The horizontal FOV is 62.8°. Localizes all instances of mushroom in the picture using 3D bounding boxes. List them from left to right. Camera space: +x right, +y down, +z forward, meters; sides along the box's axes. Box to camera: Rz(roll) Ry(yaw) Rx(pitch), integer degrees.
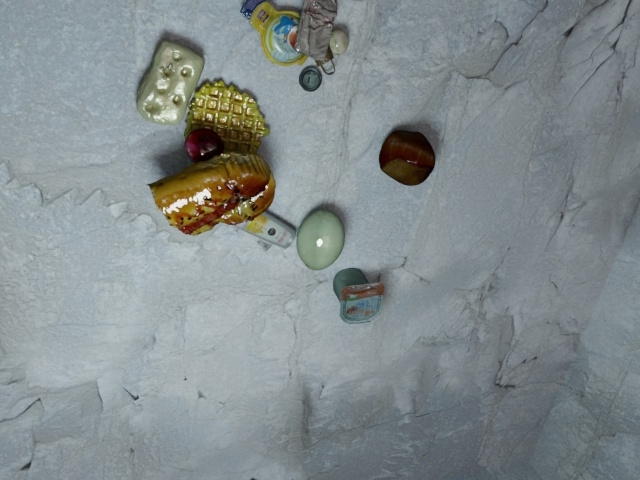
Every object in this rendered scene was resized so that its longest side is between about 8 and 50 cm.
[{"bbox_3d":[0.060,-0.683,1.804,0.084,0.068,0.083,-28,126,-49],"label":"mushroom"}]

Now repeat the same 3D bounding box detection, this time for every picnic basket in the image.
[{"bbox_3d":[0.021,-0.615,1.819,0.072,0.072,0.083,-31,111,-4],"label":"picnic basket"}]

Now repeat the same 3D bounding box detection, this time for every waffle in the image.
[{"bbox_3d":[-0.341,-0.376,1.806,0.312,0.060,0.307,-47,121,3],"label":"waffle"}]

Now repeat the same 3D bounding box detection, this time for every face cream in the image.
[{"bbox_3d":[-0.224,-0.060,1.996,0.269,0.073,0.107,29,94,-28],"label":"face cream"}]

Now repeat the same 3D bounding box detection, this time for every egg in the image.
[{"bbox_3d":[0.000,0.000,2.042,0.187,0.186,0.253,0,114,-21],"label":"egg"}]

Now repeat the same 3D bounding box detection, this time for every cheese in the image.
[{"bbox_3d":[-0.481,-0.495,1.669,0.159,0.093,0.262,21,104,-22],"label":"cheese"},{"bbox_3d":[-0.140,-0.686,1.723,0.270,0.069,0.177,37,97,-30],"label":"cheese"}]

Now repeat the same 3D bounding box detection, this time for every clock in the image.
[{"bbox_3d":[-0.036,-0.569,1.851,0.085,0.017,0.085,-9,118,-17],"label":"clock"}]

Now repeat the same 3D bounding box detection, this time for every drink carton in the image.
[{"bbox_3d":[0.139,0.224,2.203,0.186,0.189,0.190,-8,118,-18],"label":"drink carton"}]

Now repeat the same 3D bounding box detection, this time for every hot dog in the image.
[{"bbox_3d":[-0.327,-0.149,1.740,0.366,0.367,0.196,-25,78,1],"label":"hot dog"}]

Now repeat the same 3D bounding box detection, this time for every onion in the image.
[{"bbox_3d":[-0.378,-0.303,1.718,0.131,0.131,0.131,-9,117,-17],"label":"onion"}]

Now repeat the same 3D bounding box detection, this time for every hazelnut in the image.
[{"bbox_3d":[0.344,-0.320,2.024,0.230,0.229,0.229,-9,117,-17],"label":"hazelnut"}]

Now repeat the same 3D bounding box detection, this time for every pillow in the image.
[{"bbox_3d":[-0.008,-0.721,1.723,0.135,0.049,0.248,12,90,-41],"label":"pillow"}]
